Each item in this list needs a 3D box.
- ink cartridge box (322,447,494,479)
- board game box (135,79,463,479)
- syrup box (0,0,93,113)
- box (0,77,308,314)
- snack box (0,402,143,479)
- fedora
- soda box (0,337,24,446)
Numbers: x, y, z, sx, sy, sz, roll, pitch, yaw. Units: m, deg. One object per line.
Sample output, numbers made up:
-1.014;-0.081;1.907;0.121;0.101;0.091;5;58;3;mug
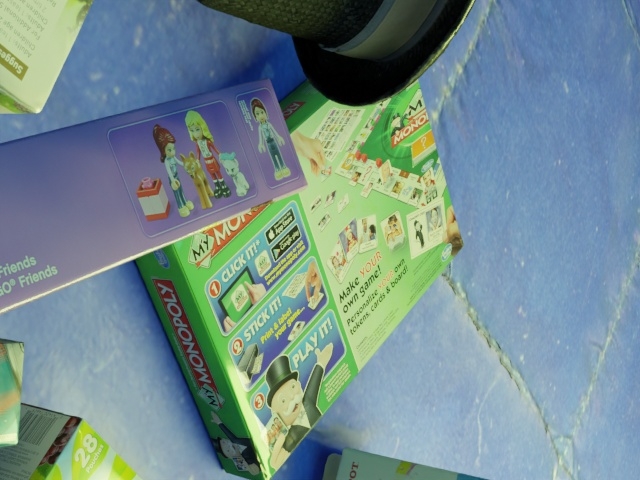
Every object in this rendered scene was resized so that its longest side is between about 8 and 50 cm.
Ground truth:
0.068;0.230;0.942;0.090;0.143;0.092;51;52;-65;ink cartridge box
0.000;0.000;0.895;0.317;0.046;0.213;-45;127;-41;board game box
-0.164;-0.188;0.613;0.096;0.093;0.236;41;61;-48;syrup box
-0.166;0.012;0.452;0.293;0.201;0.057;-26;97;-55;box
-0.168;0.228;0.670;0.207;0.070;0.174;-61;138;-31;snack box
-0.009;-0.252;0.711;0.153;0.334;0.334;0;94;-26;fedora
-0.237;0.077;0.566;0.183;0.063;0.058;3;91;-54;soda box
